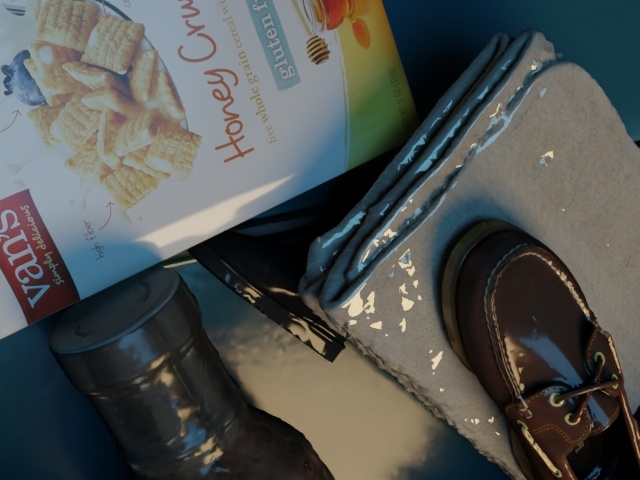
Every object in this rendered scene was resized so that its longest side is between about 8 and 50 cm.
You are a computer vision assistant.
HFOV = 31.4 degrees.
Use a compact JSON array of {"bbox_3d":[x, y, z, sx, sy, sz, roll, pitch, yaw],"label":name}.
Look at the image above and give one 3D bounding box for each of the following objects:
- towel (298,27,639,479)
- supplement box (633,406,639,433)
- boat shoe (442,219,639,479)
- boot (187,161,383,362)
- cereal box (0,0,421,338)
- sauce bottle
[{"bbox_3d":[0.121,0.028,0.642,0.187,0.049,0.282,-49,130,-4],"label":"towel"},{"bbox_3d":[0.283,0.125,0.728,0.114,0.111,0.220,28,90,-27],"label":"supplement box"},{"bbox_3d":[0.128,0.076,0.592,0.073,0.073,0.207,-40,128,-11],"label":"boat shoe"},{"bbox_3d":[0.000,0.000,0.604,0.121,0.045,0.099,38,88,-35],"label":"boot"},{"bbox_3d":[-0.083,-0.082,0.542,0.240,0.047,0.173,-28,113,-16],"label":"cereal box"},{"bbox_3d":[-0.027,0.171,0.597,0.111,0.111,0.344,-31,115,-15],"label":"sauce bottle"}]
